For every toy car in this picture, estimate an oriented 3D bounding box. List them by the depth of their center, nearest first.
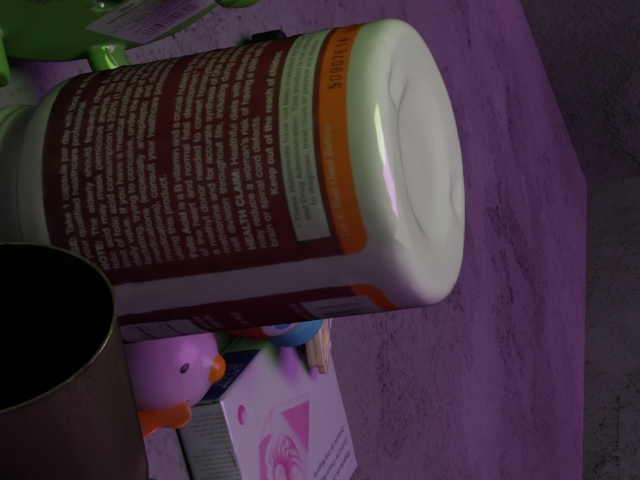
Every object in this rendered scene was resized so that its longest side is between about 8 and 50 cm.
[{"bbox_3d":[-0.121,0.087,1.454,0.219,0.210,0.238,70,33,-59],"label":"toy car"}]

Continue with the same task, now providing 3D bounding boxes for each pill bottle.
[{"bbox_3d":[-0.099,-0.037,1.246,0.224,0.392,0.224,-7,90,-70],"label":"pill bottle"}]

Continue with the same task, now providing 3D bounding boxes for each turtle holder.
[{"bbox_3d":[-0.227,-0.265,1.287,0.320,0.243,0.227,-10,74,-31],"label":"turtle holder"}]

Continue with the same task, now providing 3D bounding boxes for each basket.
[{"bbox_3d":[-0.223,0.131,1.186,0.227,0.204,0.154,74,12,-50],"label":"basket"}]

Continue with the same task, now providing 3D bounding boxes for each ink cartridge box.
[{"bbox_3d":[-0.040,0.264,1.763,0.324,0.071,0.330,-50,128,-64],"label":"ink cartridge box"}]

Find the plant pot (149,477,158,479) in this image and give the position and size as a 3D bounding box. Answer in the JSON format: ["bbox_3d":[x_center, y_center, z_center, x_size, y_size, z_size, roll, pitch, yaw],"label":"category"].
[{"bbox_3d":[-0.098,0.342,1.297,0.293,0.196,0.293,12,76,-55],"label":"plant pot"}]

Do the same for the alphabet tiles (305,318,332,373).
[{"bbox_3d":[0.000,0.000,1.747,0.284,0.021,0.278,-85,171,-49],"label":"alphabet tiles"}]

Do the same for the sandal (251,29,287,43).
[{"bbox_3d":[-0.073,-0.081,1.778,0.446,0.107,0.168,-92,168,-56],"label":"sandal"}]
